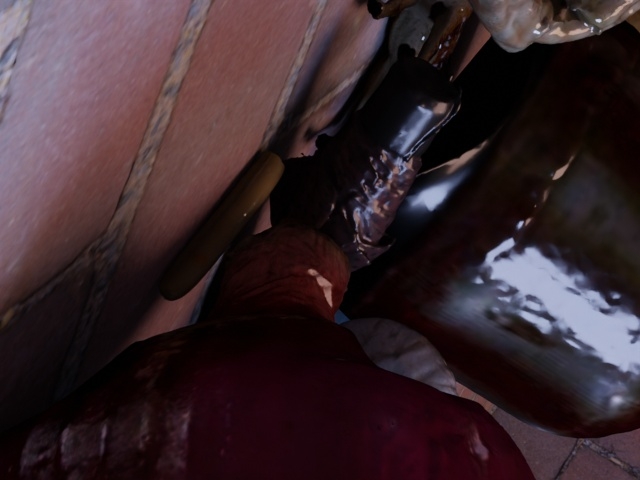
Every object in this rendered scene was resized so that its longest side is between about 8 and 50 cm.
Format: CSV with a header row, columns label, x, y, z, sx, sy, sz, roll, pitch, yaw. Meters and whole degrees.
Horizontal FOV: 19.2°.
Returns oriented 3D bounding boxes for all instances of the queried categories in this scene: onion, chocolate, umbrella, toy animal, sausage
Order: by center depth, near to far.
label,x,y,z,sx,sy,sz,roll,pitch,yaw
onion,-0.047,0.157,1.190,0.398,0.398,0.420,99,-10,-62
sausage,-0.067,-0.009,1.299,0.132,0.024,0.024,-53,167,-26
umbrella,0.000,0.000,1.380,0.326,0.090,0.094,-54,-144,33
toy animal,0.097,-0.187,1.443,0.243,0.087,0.260,-51,178,43
chocolate,0.214,0.003,1.621,0.383,0.331,0.383,-50,176,-4

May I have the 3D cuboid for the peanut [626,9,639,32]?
label,x,y,z,sx,sy,sz,roll,pitch,yaw
peanut,0.288,-0.209,2.004,0.274,0.125,0.111,-35,135,-62

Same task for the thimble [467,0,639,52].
label,x,y,z,sx,sy,sz,roll,pitch,yaw
thimble,0.165,-0.248,1.213,0.196,0.148,0.229,-15,148,-21

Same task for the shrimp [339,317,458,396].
label,x,y,z,sx,sy,sz,roll,pitch,yaw
shrimp,0.020,0.225,1.391,0.116,0.145,0.343,120,-23,-80

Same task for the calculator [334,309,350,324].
label,x,y,z,sx,sy,sz,roll,pitch,yaw
calculator,0.029,0.116,1.946,0.173,0.051,0.293,-60,168,17
